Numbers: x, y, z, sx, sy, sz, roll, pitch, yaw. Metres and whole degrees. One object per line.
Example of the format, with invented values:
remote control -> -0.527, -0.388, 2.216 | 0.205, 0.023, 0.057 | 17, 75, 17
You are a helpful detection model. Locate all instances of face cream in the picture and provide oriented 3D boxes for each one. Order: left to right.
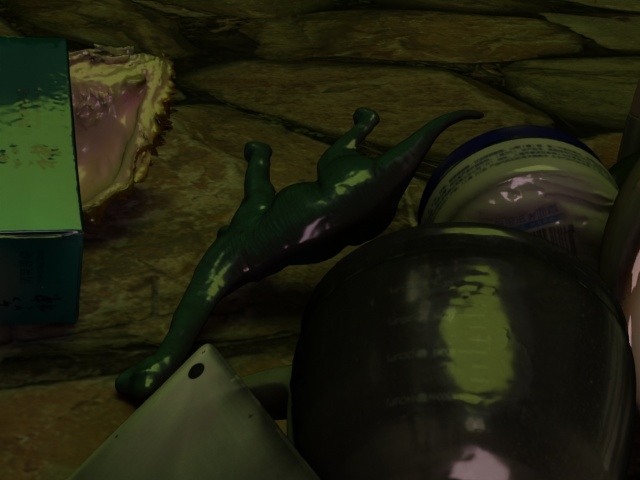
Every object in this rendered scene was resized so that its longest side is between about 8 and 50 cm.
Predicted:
face cream -> 0.203, -0.002, 0.998 | 0.206, 0.205, 0.111 | 4, 30, -6
face cream -> 0.420, -0.108, 1.278 | 0.084, 0.198, 0.057 | 8, 25, -1

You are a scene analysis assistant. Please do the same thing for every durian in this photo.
durian -> -0.299, -0.086, 1.127 | 0.305, 0.185, 0.195 | -8, 48, -19

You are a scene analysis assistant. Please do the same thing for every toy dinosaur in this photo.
toy dinosaur -> 0.000, 0.000, 0.960 | 0.384, 0.129, 0.331 | -21, 25, 9

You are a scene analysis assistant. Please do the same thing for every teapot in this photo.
teapot -> 0.050, 0.134, 0.663 | 0.322, 0.239, 0.239 | 12, 39, 0

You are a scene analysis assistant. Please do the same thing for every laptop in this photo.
laptop -> -0.080, 0.192, 0.606 | 0.187, 0.015, 0.269 | -45, 40, -2

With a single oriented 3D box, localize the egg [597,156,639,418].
egg -> 0.416, 0.023, 0.860 | 0.355, 0.354, 0.340 | 12, 14, 11

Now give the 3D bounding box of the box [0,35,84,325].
box -> -0.281, -0.058, 0.957 | 0.092, 0.153, 0.244 | -3, 54, -18

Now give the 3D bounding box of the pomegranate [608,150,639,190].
pomegranate -> 0.392, -0.015, 1.131 | 0.187, 0.186, 0.225 | 12, -6, 10
